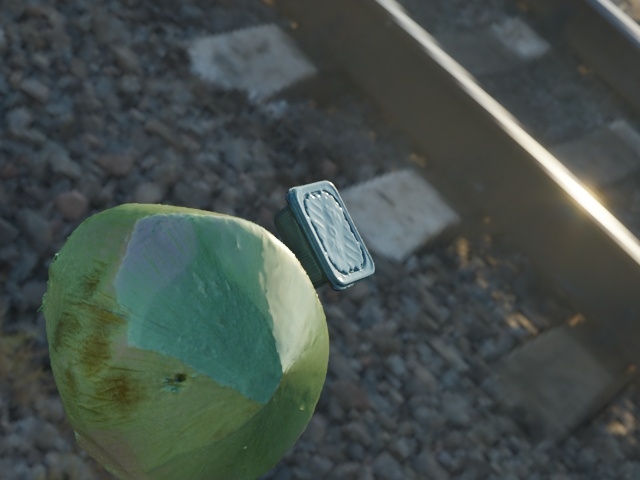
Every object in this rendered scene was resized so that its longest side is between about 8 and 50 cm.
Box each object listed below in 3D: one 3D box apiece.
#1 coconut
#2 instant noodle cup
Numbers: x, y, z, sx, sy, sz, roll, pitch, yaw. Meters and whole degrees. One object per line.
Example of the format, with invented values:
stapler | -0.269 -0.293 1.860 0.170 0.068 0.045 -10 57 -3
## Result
coconut | -0.139 0.111 1.528 0.281 0.328 0.328 3 43 -38
instant noodle cup | 0.000 0.000 2.349 0.179 0.070 0.157 62 28 5
